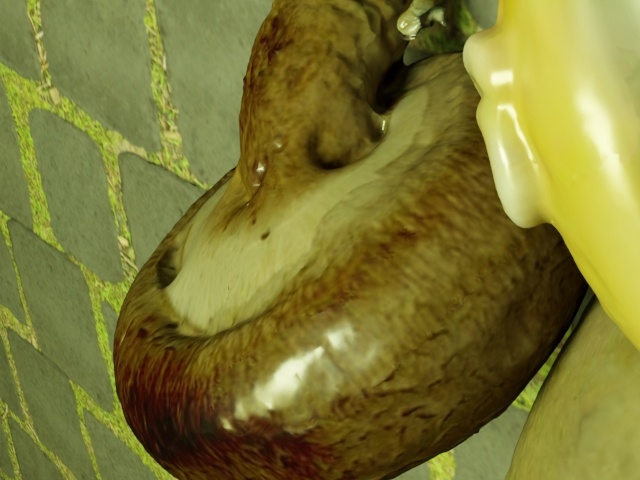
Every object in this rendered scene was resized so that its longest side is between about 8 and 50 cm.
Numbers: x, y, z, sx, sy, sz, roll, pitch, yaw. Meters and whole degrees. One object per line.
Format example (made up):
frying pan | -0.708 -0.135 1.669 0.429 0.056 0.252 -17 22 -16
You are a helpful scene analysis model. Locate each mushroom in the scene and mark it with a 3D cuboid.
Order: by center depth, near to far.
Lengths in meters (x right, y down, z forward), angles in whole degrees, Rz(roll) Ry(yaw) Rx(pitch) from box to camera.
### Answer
mushroom | 0.017 0.017 0.691 0.239 0.345 0.345 29 144 -1

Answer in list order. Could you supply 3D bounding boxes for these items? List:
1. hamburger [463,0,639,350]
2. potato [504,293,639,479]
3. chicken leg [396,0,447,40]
hamburger | 0.164 -0.084 0.399 0.186 0.261 0.303 -17 75 38
potato | 0.173 0.131 0.538 0.189 0.264 0.211 50 -172 -8
chicken leg | 0.112 -0.170 0.598 0.196 0.125 0.080 -10 124 17
